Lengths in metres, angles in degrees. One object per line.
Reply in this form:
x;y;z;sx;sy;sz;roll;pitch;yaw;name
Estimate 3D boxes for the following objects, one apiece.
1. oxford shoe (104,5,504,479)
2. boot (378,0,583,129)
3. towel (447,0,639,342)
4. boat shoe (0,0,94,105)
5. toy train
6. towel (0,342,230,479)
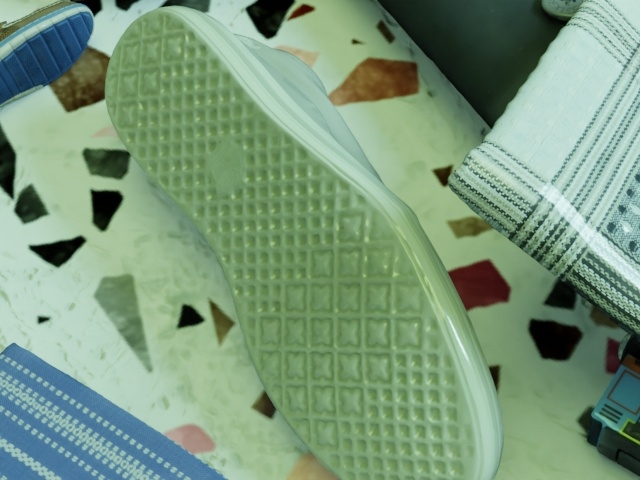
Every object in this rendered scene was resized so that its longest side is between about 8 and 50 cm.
0.000;0.000;1.013;0.169;0.130;0.449;-49;59;23;oxford shoe
0.055;-0.203;1.131;0.367;0.146;0.445;-31;64;-16;boot
0.276;-0.040;0.924;0.312;0.056;0.324;39;50;3;towel
-0.275;-0.152;1.167;0.183;0.066;0.066;-36;60;-16;boat shoe
0.272;0.131;0.941;0.184;0.080;0.105;30;74;19;toy train
-0.229;0.247;0.938;0.243;0.040;0.336;29;62;22;towel
